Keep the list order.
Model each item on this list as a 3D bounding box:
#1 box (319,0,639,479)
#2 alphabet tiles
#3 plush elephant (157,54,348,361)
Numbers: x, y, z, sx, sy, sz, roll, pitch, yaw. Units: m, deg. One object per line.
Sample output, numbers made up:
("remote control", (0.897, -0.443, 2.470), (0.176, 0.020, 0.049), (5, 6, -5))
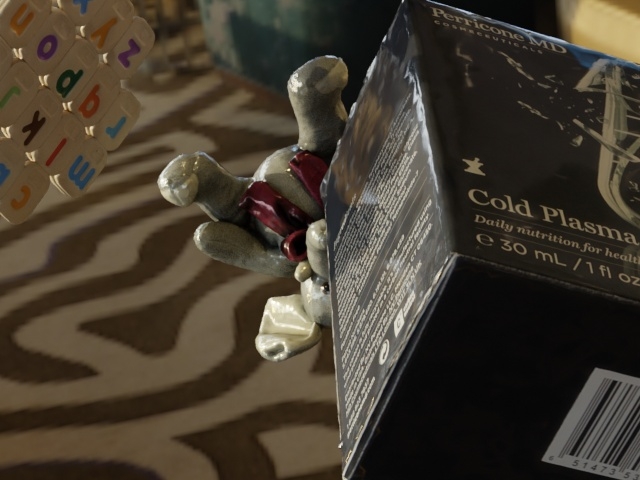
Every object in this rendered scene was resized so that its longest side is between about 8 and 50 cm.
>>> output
("box", (0.272, 0.038, 1.529), (0.480, 0.297, 0.472), (14, 33, -13))
("alphabet tiles", (-0.297, -0.163, 1.651), (0.021, 0.284, 0.278), (27, 77, 28))
("plush elephant", (0.000, 0.000, 1.832), (0.272, 0.330, 0.255), (-32, 44, -3))
